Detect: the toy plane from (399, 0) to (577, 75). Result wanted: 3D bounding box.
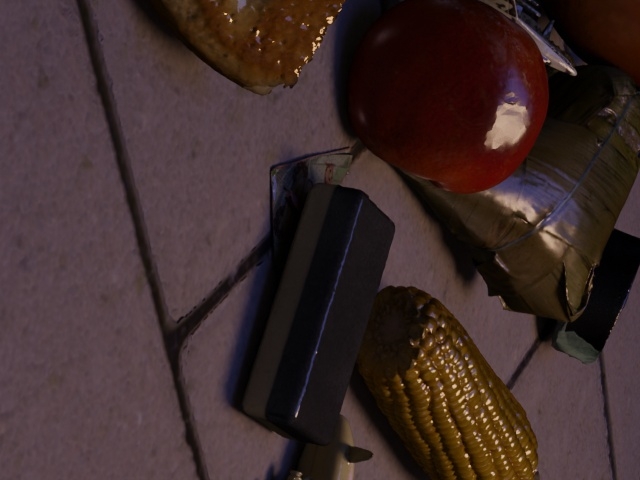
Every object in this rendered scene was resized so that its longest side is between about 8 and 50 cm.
[{"bbox_3d":[0.196,-0.258,1.871,0.234,0.160,0.082,20,78,-22],"label":"toy plane"}]

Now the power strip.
[{"bbox_3d":[0.001,0.068,1.680,0.105,0.070,0.257,45,60,-59],"label":"power strip"}]

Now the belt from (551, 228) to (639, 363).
[{"bbox_3d":[0.382,0.077,2.352,0.151,0.078,0.198,105,9,-66],"label":"belt"}]

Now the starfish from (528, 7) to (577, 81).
[{"bbox_3d":[0.348,-0.111,2.254,0.347,0.078,0.358,12,78,-58],"label":"starfish"}]

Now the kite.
[{"bbox_3d":[-0.001,0.000,1.742,0.229,0.012,0.250,-66,148,-29],"label":"kite"}]

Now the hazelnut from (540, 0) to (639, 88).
[{"bbox_3d":[0.426,-0.382,2.151,0.366,0.365,0.366,-19,111,-60],"label":"hazelnut"}]

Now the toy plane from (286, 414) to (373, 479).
[{"bbox_3d":[-0.003,0.294,1.713,0.229,0.092,0.244,32,70,-44],"label":"toy plane"}]

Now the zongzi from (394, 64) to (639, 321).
[{"bbox_3d":[0.230,-0.124,2.002,0.360,0.160,0.323,39,63,-35],"label":"zongzi"}]

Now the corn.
[{"bbox_3d":[0.142,0.187,1.914,0.387,0.144,0.144,50,52,-47],"label":"corn"}]

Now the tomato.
[{"bbox_3d":[0.155,-0.148,1.773,0.233,0.139,0.200,19,98,-34],"label":"tomato"}]

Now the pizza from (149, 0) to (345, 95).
[{"bbox_3d":[-0.088,-0.271,1.402,0.268,0.087,0.258,20,107,-31],"label":"pizza"}]
